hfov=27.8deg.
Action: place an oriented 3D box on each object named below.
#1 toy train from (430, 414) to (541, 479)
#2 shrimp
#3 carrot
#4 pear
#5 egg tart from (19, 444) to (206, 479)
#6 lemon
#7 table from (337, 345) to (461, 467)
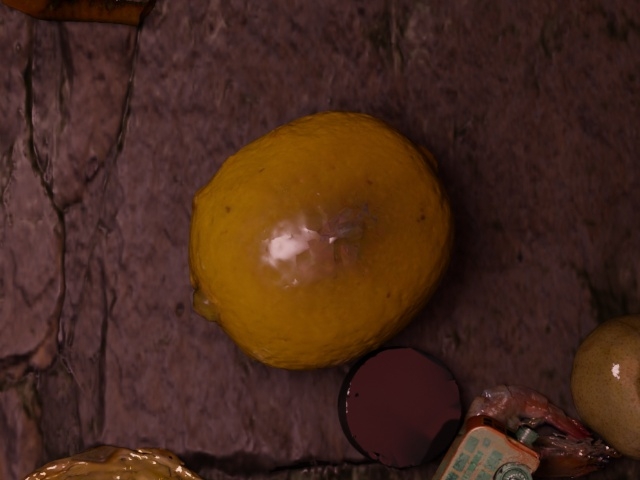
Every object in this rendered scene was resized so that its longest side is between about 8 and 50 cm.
[{"bbox_3d":[0.168,0.274,1.410,0.099,0.072,0.188,29,98,7],"label":"toy train"},{"bbox_3d":[0.254,0.222,1.464,0.190,0.042,0.101,13,79,-6],"label":"shrimp"},{"bbox_3d":[-0.255,-0.272,1.394,0.173,0.082,0.082,9,85,-9],"label":"carrot"},{"bbox_3d":[0.358,0.160,1.439,0.167,0.136,0.167,1,82,-9],"label":"pear"},{"bbox_3d":[-0.207,0.383,1.334,0.345,0.132,0.345,1,85,-11],"label":"egg tart"},{"bbox_3d":[0.002,-0.001,1.334,0.260,0.260,0.284,38,61,-5],"label":"lemon"},{"bbox_3d":[0.088,0.184,1.437,0.133,0.043,0.134,1,85,-10],"label":"table"}]
